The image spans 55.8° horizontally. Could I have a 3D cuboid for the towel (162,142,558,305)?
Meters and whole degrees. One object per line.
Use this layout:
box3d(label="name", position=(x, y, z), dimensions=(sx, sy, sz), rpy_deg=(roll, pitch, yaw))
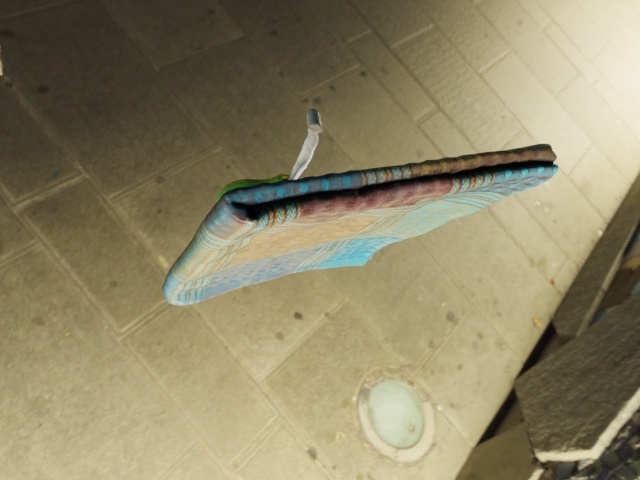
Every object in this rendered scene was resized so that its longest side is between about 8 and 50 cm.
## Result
box3d(label="towel", position=(0.000, 0.000, 0.572), dimensions=(0.271, 0.370, 0.040), rpy_deg=(-12, 83, -22))

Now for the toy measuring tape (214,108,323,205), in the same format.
box3d(label="toy measuring tape", position=(-0.102, -0.084, 0.984), dimensions=(0.121, 0.330, 0.121), rpy_deg=(14, 47, -15))

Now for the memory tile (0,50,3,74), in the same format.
box3d(label="memory tile", position=(-0.560, -0.366, 1.030), dimensions=(0.012, 0.148, 0.113), rpy_deg=(-8, 68, -22))
